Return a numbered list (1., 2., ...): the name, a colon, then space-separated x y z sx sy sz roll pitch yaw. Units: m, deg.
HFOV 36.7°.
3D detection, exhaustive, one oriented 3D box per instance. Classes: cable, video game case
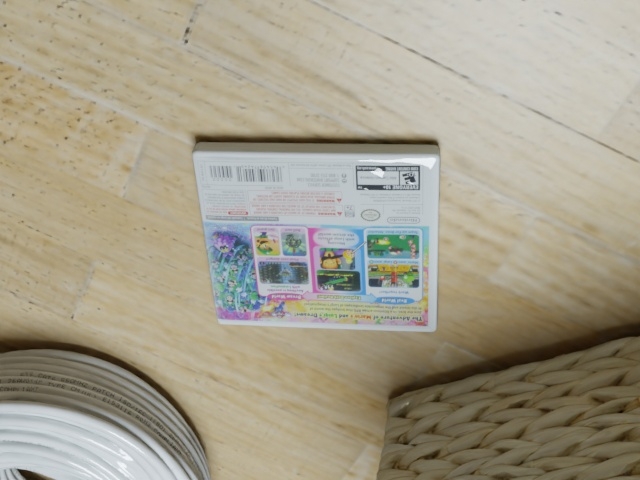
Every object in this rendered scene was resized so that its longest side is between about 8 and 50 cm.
1. cable: -0.210 0.202 0.780 0.257 0.089 0.257 -26 116 24
2. video game case: 0.000 0.000 0.645 0.157 0.019 0.143 1 125 7

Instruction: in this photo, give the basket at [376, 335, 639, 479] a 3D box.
1. basket: 0.230 0.253 0.634 0.331 0.266 0.328 -18 120 22
